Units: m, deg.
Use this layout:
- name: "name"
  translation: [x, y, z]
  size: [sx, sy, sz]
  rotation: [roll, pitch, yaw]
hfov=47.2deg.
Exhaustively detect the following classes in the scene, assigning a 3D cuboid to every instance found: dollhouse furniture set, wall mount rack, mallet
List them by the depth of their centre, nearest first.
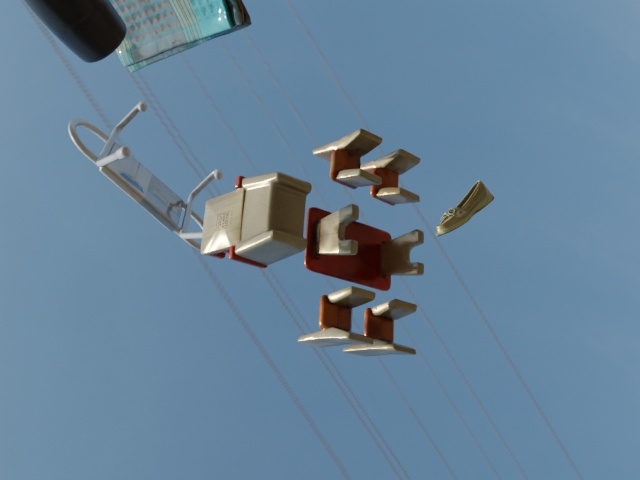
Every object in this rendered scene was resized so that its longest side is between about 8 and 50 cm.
- name: "mallet"
  translation: [-0.127, -0.206, 0.463]
  size: [0.062, 0.039, 0.189]
  rotation: [41, -119, -50]
- name: "dollhouse furniture set"
  translation: [0.000, 0.000, 0.905]
  size: [0.259, 0.135, 0.261]
  rotation: [19, -113, -39]
- name: "wall mount rack"
  translation: [-0.289, -0.109, 1.318]
  size: [0.130, 0.304, 0.350]
  rotation: [-40, -65, 16]

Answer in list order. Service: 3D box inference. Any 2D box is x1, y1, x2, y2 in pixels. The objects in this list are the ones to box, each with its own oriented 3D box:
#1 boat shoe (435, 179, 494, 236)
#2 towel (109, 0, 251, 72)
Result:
- name: "boat shoe"
  translation: [0.274, -0.061, 1.433]
  size: [0.153, 0.056, 0.048]
  rotation: [-35, -87, -20]
- name: "towel"
  translation: [-0.287, -0.437, 1.055]
  size: [0.370, 0.272, 0.040]
  rotation: [61, -138, -25]
